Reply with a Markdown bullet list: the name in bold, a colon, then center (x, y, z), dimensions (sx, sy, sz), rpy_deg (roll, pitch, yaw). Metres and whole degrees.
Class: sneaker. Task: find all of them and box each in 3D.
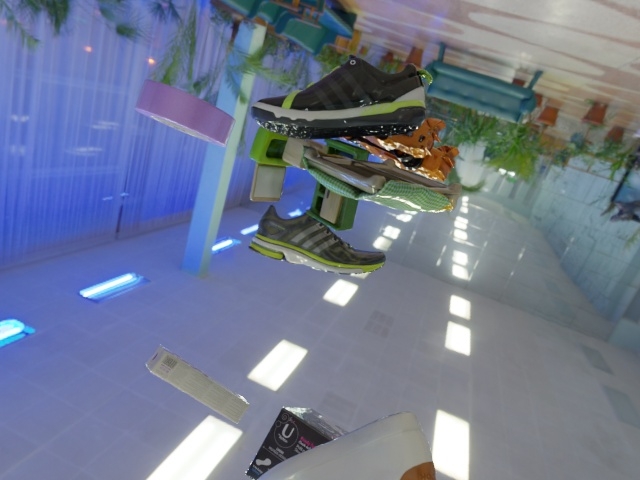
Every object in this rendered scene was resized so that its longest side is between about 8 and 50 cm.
- **sneaker**: center (0.000, 0.000, 0.895), dimensions (0.300, 0.121, 0.111), rpy_deg (12, -179, -6)
- **sneaker**: center (0.026, -0.190, 0.546), dimensions (0.234, 0.097, 0.084), rpy_deg (-1, -178, 0)
- **sneaker**: center (0.018, 0.343, 0.553), dimensions (0.106, 0.290, 0.123), rpy_deg (37, -154, -50)

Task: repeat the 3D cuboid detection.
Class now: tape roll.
- **tape roll**: center (-0.399, -0.374, 1.236), dimensions (0.274, 0.090, 0.275), rpy_deg (21, -177, -1)

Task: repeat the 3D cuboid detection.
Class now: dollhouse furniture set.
- **dollhouse furniture set**: center (0.036, -0.062, 0.652), dimensions (0.197, 0.151, 0.301), rpy_deg (-2, -155, -41)

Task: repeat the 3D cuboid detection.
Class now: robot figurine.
- **robot figurine**: center (0.120, -0.218, 0.821), dimensions (0.291, 0.085, 0.211), rpy_deg (35, -177, 34)

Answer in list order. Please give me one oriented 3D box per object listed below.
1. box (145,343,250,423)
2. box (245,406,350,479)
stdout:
- **box**: center (-0.334, 0.402, 1.148), dimensions (0.324, 0.067, 0.063), rpy_deg (46, 161, -30)
- **box**: center (-0.015, 0.452, 0.866), dimensions (0.163, 0.142, 0.247), rpy_deg (24, 166, 21)
